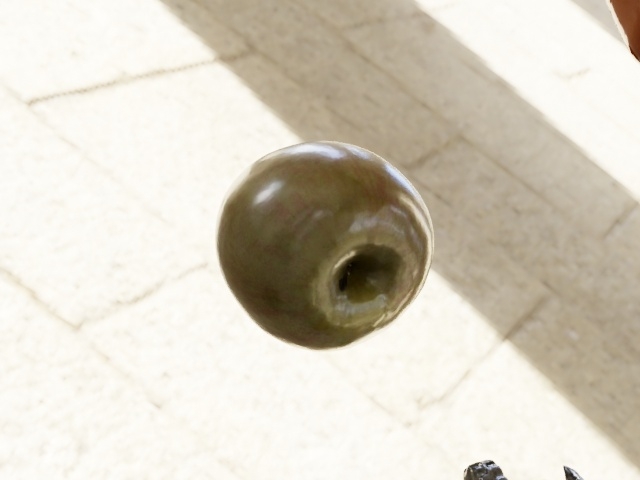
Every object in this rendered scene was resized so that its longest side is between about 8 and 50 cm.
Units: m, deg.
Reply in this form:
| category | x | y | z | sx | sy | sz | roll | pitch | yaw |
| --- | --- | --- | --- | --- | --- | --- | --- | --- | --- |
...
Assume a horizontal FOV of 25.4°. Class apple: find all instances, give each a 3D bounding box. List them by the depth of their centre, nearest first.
| category | x | y | z | sx | sy | sz | roll | pitch | yaw |
| --- | --- | --- | --- | --- | --- | --- | --- | --- | --- |
| apple | 0.000 | 0.000 | 1.698 | 0.257 | 0.257 | 0.234 | 19 | 15 | -31 |

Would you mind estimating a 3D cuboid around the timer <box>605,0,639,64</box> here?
| category | x | y | z | sx | sy | sz | roll | pitch | yaw |
| --- | --- | --- | --- | --- | --- | --- | --- | --- | --- |
| timer | 0.334 | -0.244 | 1.086 | 0.257 | 0.161 | 0.250 | 5 | 44 | -15 |

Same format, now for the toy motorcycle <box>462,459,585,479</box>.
| category | x | y | z | sx | sy | sz | roll | pitch | yaw |
| --- | --- | --- | --- | --- | --- | --- | --- | --- | --- |
| toy motorcycle | 0.203 | 0.307 | 1.300 | 0.143 | 0.188 | 0.327 | -8 | 0 | -12 |
